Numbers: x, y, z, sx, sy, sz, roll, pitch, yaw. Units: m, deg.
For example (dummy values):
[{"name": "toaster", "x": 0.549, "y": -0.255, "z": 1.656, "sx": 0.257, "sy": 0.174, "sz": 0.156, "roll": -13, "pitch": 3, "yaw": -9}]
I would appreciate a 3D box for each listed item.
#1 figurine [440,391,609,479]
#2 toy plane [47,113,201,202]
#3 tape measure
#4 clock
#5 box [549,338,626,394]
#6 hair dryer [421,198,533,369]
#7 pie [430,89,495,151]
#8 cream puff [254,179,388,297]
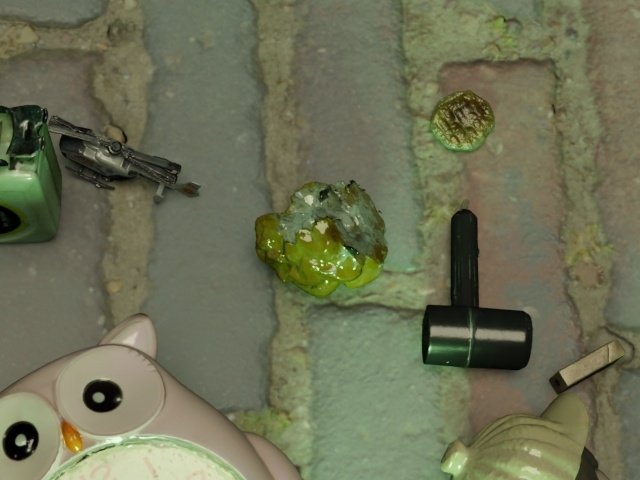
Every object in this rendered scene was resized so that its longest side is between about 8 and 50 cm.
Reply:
[{"name": "figurine", "x": 0.276, "y": 0.331, "z": 1.447, "sx": 0.204, "sy": 0.185, "sz": 0.332, "roll": -19, "pitch": 65, "yaw": -46}, {"name": "toy plane", "x": -0.236, "y": -0.092, "z": 1.609, "sx": 0.197, "sy": 0.078, "sz": 0.053, "roll": 25, "pitch": 69, "yaw": -11}, {"name": "tape measure", "x": -0.396, "y": -0.085, "z": 1.510, "sx": 0.207, "sy": 0.235, "sz": 0.115, "roll": 5, "pitch": 69, "yaw": -2}, {"name": "clock", "x": -0.203, "y": 0.298, "z": 1.391, "sx": 0.368, "sy": 0.250, "sz": 0.376, "roll": -29, "pitch": 82, "yaw": -11}, {"name": "box", "x": 0.312, "y": 0.148, "z": 1.575, "sx": 0.083, "sy": 0.053, "sz": 0.024, "roll": -26, "pitch": 76, "yaw": -10}, {"name": "hair dryer", "x": 0.183, "y": 0.048, "z": 1.601, "sx": 0.124, "sy": 0.071, "sz": 0.219, "roll": 2, "pitch": 63, "yaw": -5}, {"name": "pie", "x": 0.177, "y": -0.150, "z": 1.682, "sx": 0.084, "sy": 0.020, "sz": 0.084, "roll": 1, "pitch": 71, "yaw": -4}, {"name": "cream puff", "x": -0.001, "y": 0.000, "z": 1.577, "sx": 0.156, "sy": 0.156, "sz": 0.121, "roll": -29, "pitch": 118, "yaw": -12}]
